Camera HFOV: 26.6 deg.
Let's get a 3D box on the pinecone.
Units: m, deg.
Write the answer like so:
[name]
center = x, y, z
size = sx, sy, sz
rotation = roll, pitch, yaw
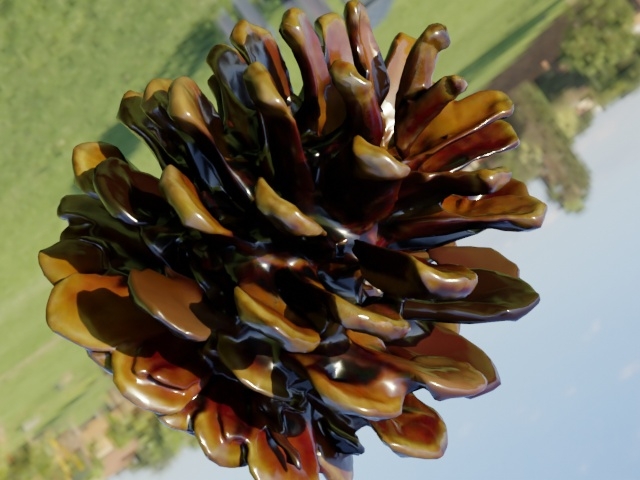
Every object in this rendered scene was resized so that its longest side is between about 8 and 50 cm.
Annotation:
[pinecone]
center = -0.003, 0.001, 0.697
size = 0.264, 0.264, 0.264
rotation = -35, 178, -1
